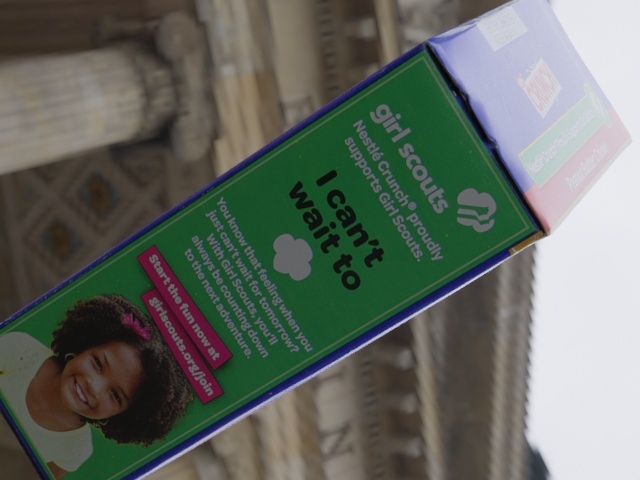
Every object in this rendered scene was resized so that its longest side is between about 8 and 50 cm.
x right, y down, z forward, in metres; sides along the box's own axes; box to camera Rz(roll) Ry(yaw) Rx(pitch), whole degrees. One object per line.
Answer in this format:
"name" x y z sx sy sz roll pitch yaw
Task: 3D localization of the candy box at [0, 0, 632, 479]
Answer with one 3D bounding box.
"candy box" 0.000 0.000 1.069 0.317 0.268 0.122 -34 -90 23
